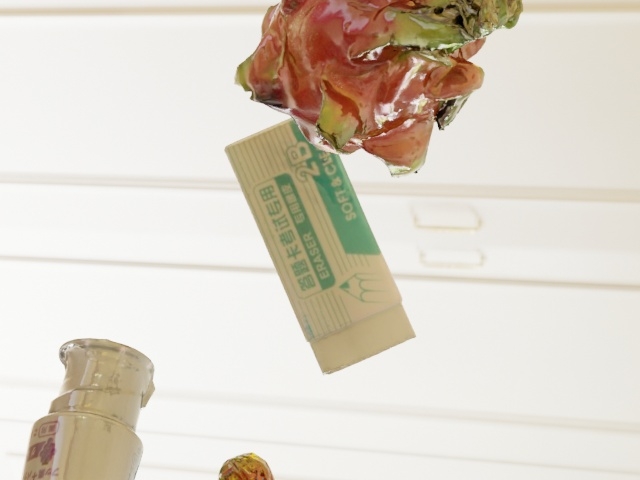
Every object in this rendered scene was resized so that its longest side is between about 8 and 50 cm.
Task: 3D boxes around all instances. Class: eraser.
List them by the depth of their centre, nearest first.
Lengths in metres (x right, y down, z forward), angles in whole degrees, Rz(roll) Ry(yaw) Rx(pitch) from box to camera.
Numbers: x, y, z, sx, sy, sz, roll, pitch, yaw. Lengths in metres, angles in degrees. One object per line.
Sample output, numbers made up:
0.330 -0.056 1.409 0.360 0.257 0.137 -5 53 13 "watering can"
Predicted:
0.000 0.000 1.044 0.052 0.095 0.225 -173 -120 -89 "eraser"

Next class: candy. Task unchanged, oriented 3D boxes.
-0.020 0.289 1.189 0.060 0.201 0.060 -53 171 -12 "candy"

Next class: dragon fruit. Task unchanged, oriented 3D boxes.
0.038 -0.112 0.700 0.236 0.135 0.137 32 -76 62 "dragon fruit"

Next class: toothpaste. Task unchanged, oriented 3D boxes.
-0.161 0.204 0.694 0.114 0.073 0.299 -42 -147 51 "toothpaste"
